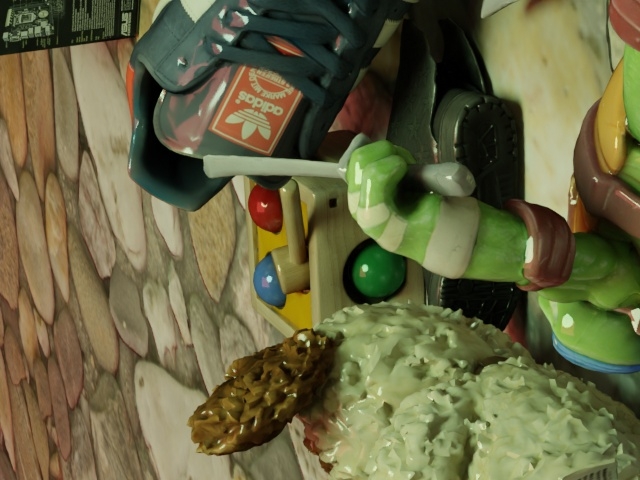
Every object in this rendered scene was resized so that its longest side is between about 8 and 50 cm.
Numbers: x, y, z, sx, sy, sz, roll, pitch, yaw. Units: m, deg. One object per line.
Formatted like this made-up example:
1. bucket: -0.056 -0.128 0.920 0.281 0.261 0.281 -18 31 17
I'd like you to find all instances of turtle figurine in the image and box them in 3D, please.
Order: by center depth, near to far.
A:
1. turtle figurine: 0.089 -0.082 0.663 0.274 0.198 0.266 60 147 33

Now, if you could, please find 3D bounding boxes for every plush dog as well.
1. plush dog: 0.072 0.106 0.812 0.225 0.262 0.210 41 104 44

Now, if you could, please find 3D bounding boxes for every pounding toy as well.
1. pounding toy: 0.000 0.000 1.045 0.141 0.100 0.130 -144 47 -60

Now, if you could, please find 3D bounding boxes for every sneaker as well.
1. sneaker: -0.012 -0.114 0.896 0.350 0.131 0.148 -45 23 61
2. sneaker: 0.068 -0.030 0.936 0.089 0.051 0.170 -147 54 -61

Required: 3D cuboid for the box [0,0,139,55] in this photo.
1. box: -0.225 -0.250 1.425 0.077 0.147 0.180 -122 30 -42
